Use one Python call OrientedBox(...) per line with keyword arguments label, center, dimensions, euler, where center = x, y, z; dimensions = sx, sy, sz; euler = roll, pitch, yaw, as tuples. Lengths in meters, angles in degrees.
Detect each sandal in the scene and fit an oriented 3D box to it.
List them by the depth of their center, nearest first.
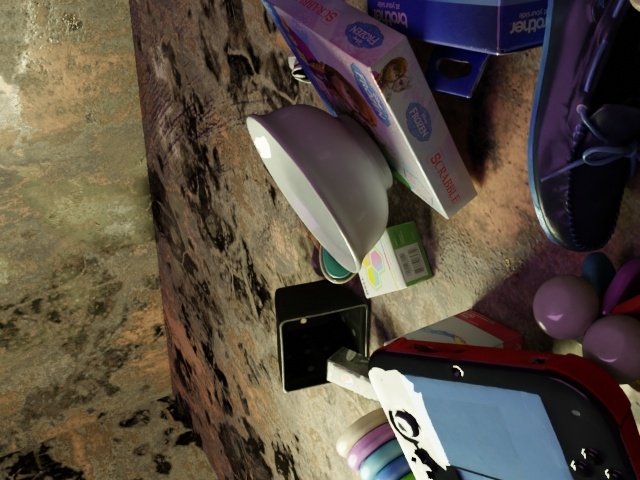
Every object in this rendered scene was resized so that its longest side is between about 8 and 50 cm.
OrientedBox(label="sandal", center=(0.000, 0.000, 1.554), dimensions=(0.090, 0.060, 0.219), euler=(57, 150, 31))

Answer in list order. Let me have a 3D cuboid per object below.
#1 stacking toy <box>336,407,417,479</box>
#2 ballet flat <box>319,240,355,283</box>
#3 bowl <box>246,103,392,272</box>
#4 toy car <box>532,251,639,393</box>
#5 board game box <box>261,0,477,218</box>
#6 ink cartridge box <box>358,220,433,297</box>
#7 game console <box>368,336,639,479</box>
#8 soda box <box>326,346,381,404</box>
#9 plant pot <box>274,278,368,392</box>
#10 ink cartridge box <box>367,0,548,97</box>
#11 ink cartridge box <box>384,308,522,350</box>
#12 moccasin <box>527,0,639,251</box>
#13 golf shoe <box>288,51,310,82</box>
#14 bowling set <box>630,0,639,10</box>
OrientedBox(label="stacking toy", center=(0.173, 0.499, 1.438), dimensions=(0.330, 0.141, 0.141), euler=(53, 148, 28))
OrientedBox(label="ballet flat", center=(0.046, -0.025, 1.330), dimensions=(0.086, 0.086, 0.249), euler=(130, 153, -61))
OrientedBox(label="bowl", center=(0.020, -0.106, 1.157), dimensions=(0.298, 0.134, 0.298), euler=(53, 173, 10))
OrientedBox(label="toy car", center=(0.347, 0.084, 0.836), dimensions=(0.136, 0.159, 0.182), euler=(-56, 46, 13))
OrientedBox(label="board game box", center=(0.070, -0.218, 1.092), dimensions=(0.318, 0.066, 0.319), euler=(47, 176, 45))
OrientedBox(label="ink cartridge box", center=(0.113, 0.041, 1.347), dimensions=(0.209, 0.062, 0.109), euler=(-24, 83, 65))
OrientedBox(label="game console", center=(0.234, 0.284, 0.905), dimensions=(0.386, 0.060, 0.342), euler=(-4, 110, 56))
OrientedBox(label="soda box", center=(0.095, 0.275, 1.466), dimensions=(0.168, 0.060, 0.053), euler=(20, 125, 32))
OrientedBox(label="plant pot", center=(-0.016, 0.188, 1.577), dimensions=(0.167, 0.188, 0.188), euler=(-125, 29, -56))
OrientedBox(label="ink cartridge box", center=(0.178, -0.379, 0.868), dimensions=(0.270, 0.151, 0.396), euler=(33, 135, 54))
OrientedBox(label="ink cartridge box", center=(0.205, 0.206, 1.128), dimensions=(0.127, 0.176, 0.128), euler=(28, 129, 56))
OrientedBox(label="moccasin", center=(0.299, -0.141, 0.779), dimensions=(0.116, 0.137, 0.342), euler=(24, 127, 52))
OrientedBox(label="golf shoe", center=(-0.024, -0.333, 1.373), dimensions=(0.186, 0.085, 0.068), euler=(30, 132, 57))
OrientedBox(label="bowling set", center=(0.360, -0.321, 0.578), dimensions=(0.199, 0.154, 0.287), euler=(13, 117, 36))
